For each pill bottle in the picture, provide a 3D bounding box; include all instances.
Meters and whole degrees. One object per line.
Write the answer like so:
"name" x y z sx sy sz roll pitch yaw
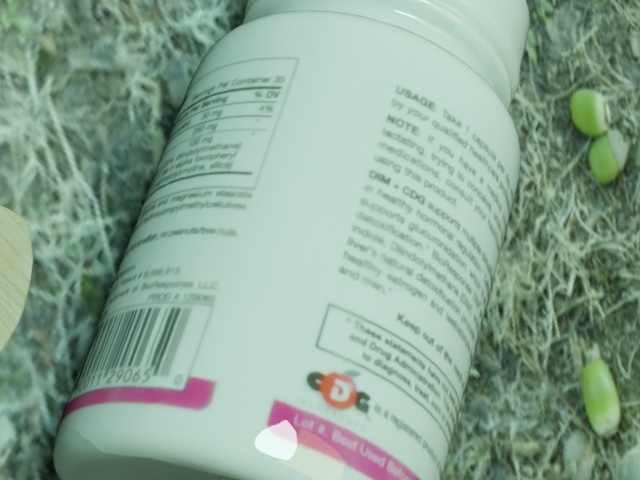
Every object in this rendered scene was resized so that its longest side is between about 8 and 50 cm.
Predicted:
"pill bottle" 0.000 0.000 0.741 0.160 0.160 0.283 38 57 -35

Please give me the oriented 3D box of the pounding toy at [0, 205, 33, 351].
"pounding toy" -0.173 -0.005 0.565 0.154 0.155 0.269 -32 105 -40
